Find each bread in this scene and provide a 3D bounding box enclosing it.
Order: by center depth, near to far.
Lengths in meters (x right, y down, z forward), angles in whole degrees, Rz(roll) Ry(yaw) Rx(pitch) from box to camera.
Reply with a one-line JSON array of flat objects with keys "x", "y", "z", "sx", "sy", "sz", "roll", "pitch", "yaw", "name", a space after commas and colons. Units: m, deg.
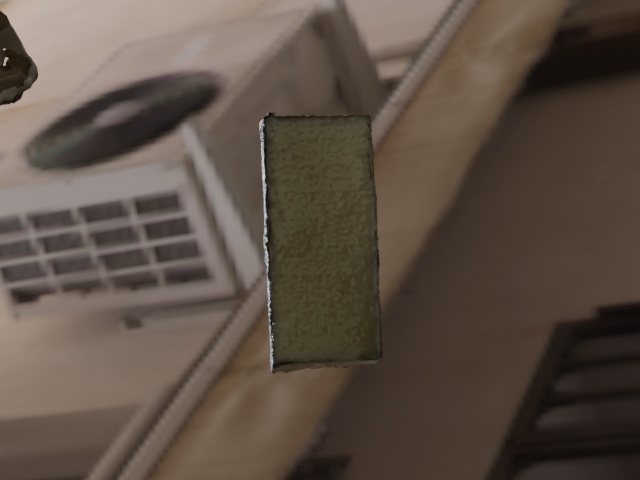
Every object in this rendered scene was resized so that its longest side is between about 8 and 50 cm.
[{"x": 0.000, "y": 0.000, "z": 1.079, "sx": 0.028, "sy": 0.068, "sz": 0.154, "roll": 131, "pitch": 136, "yaw": -82, "name": "bread"}]

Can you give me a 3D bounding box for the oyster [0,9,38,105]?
[{"x": -0.243, "y": -0.087, "z": 0.405, "sx": 0.107, "sy": 0.354, "sz": 0.201, "roll": 100, "pitch": 167, "yaw": -57, "name": "oyster"}]
